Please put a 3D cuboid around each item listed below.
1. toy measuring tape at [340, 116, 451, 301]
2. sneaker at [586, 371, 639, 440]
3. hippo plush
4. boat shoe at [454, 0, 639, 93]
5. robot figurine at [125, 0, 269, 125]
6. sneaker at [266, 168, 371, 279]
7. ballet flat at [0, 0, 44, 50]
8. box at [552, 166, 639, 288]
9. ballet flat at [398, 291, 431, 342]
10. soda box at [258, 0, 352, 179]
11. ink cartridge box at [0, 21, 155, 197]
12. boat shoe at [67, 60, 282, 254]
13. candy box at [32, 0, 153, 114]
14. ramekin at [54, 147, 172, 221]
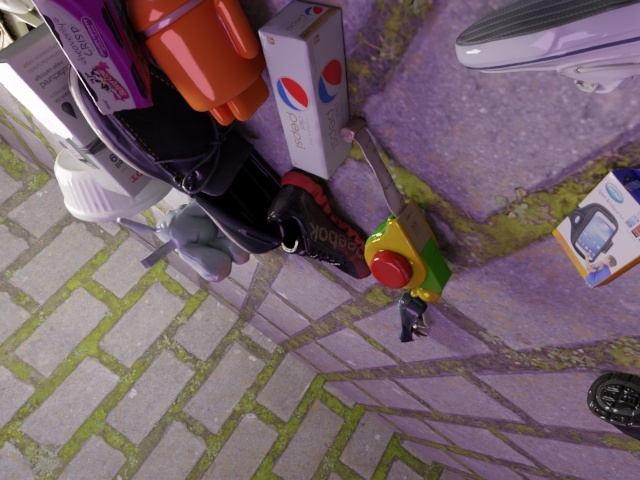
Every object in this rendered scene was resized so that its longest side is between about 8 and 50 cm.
[{"bbox_3d":[0.098,-0.028,0.640,0.121,0.121,0.330,-4,125,55],"label":"toy measuring tape"},{"bbox_3d":[0.569,0.281,0.590,0.130,0.109,0.286,39,166,-21],"label":"sneaker"},{"bbox_3d":[-0.313,-0.001,1.048,0.234,0.294,0.236,62,160,-4],"label":"hippo plush"},{"bbox_3d":[0.215,-0.145,0.297,0.226,0.083,0.076,10,143,44],"label":"boat shoe"},{"bbox_3d":[-0.160,-0.262,0.529,0.219,0.128,0.158,56,-179,-36],"label":"robot figurine"},{"bbox_3d":[0.000,0.000,0.779,0.097,0.135,0.276,-2,136,51],"label":"sneaker"},{"bbox_3d":[-0.634,-0.473,0.824,0.124,0.116,0.342,19,158,-11],"label":"ballet flat"},{"bbox_3d":[0.309,-0.013,0.424,0.136,0.028,0.081,85,167,-60],"label":"box"},{"bbox_3d":[0.214,0.189,0.912,0.074,0.074,0.203,24,150,26],"label":"ballet flat"},{"bbox_3d":[-0.010,-0.186,0.532,0.069,0.074,0.216,25,153,24],"label":"soda box"},{"bbox_3d":[-0.399,-0.258,0.755,0.121,0.211,0.289,17,150,33],"label":"ink cartridge box"},{"bbox_3d":[-0.207,-0.149,0.742,0.156,0.187,0.500,0,143,45],"label":"boat shoe"},{"bbox_3d":[-0.285,-0.306,0.523,0.159,0.071,0.233,88,168,-59],"label":"candy box"},{"bbox_3d":[-0.516,-0.177,1.005,0.273,0.273,0.127,23,139,28],"label":"ramekin"}]
